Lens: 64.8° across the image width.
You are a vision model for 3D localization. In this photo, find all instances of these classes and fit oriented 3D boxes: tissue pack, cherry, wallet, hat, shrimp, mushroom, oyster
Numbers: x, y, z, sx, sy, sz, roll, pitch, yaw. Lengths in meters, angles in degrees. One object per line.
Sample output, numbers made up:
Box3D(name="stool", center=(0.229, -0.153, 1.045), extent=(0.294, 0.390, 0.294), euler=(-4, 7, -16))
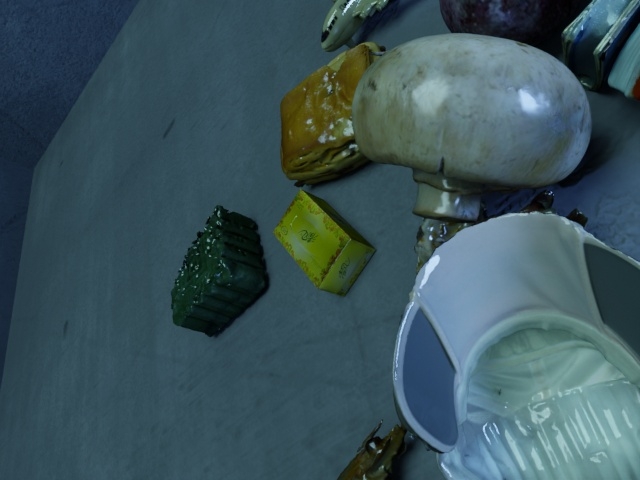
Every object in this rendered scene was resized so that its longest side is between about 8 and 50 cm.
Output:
Box3D(name="tissue pack", center=(0.000, 0.000, 0.824), extent=(0.095, 0.062, 0.176), euler=(-56, 41, 13))
Box3D(name="cherry", center=(0.237, -0.327, 0.635), extent=(0.195, 0.195, 0.195), euler=(-22, 57, 40))
Box3D(name="wallet", center=(0.340, -0.265, 0.519), extent=(0.059, 0.141, 0.202), euler=(45, 109, 20))
Box3D(name="hat", center=(0.186, 0.114, 0.447), extent=(0.231, 0.161, 0.275), euler=(-23, 95, 11))
Box3D(name="shrimp", center=(0.049, 0.358, 0.605), extent=(0.152, 0.062, 0.287), euler=(40, 106, 46))
Box3D(name="mushroom", center=(0.170, -0.110, 0.535), extent=(0.189, 0.253, 0.195), euler=(-155, 73, -67))
Box3D(name="oyster", center=(0.175, -0.006, 0.645), extent=(0.103, 0.051, 0.148), euler=(7, 77, 30))

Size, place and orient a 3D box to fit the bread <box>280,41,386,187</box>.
Box3D(name="bread", center=(0.019, -0.215, 0.873), extent=(0.235, 0.099, 0.211), euler=(-24, 56, 39))

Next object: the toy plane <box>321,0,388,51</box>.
Box3D(name="toy plane", center=(0.081, -0.450, 0.922), extent=(0.229, 0.092, 0.244), euler=(39, 103, 46))

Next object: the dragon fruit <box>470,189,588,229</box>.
Box3D(name="dragon fruit", center=(0.208, 0.027, 0.537), extent=(0.130, 0.141, 0.121), euler=(93, 170, -51))

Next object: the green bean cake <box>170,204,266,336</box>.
Box3D(name="green bean cake", center=(-0.214, 0.062, 0.996), extent=(0.208, 0.107, 0.194), euler=(-44, 46, 26))

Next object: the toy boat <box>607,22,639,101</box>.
Box3D(name="toy boat", center=(0.417, -0.228, 0.425), extent=(0.331, 0.145, 0.133), euler=(-35, 26, 30))
